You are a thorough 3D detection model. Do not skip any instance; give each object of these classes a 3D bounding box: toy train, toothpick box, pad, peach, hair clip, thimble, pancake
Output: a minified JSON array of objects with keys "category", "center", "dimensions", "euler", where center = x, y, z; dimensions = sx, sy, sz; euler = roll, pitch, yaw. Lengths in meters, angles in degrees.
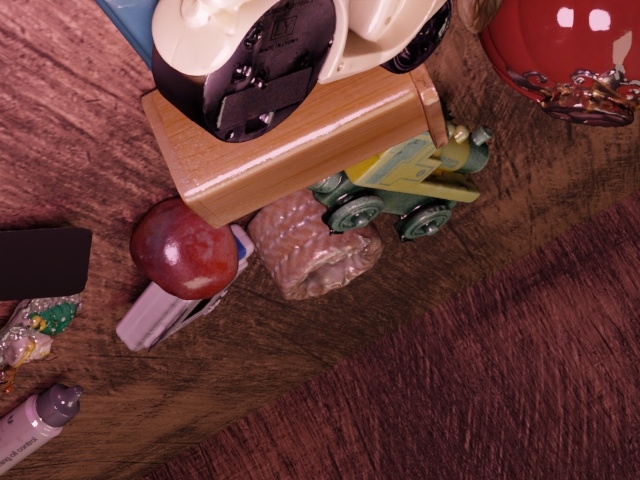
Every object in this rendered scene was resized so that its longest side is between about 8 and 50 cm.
[{"category":"toy train","center":[0.131,-0.118,1.819],"dimensions":[0.237,0.150,0.369],"euler":[-41,155,28]},{"category":"toothpick box","center":[-0.028,-0.153,1.411],"dimensions":[0.308,0.190,0.187],"euler":[-25,166,4]},{"category":"pad","center":[-0.317,0.005,1.632],"dimensions":[0.323,0.055,0.250],"euler":[-23,164,-22]},{"category":"toy train","center":[0.184,-0.190,1.933],"dimensions":[0.056,0.038,0.093],"euler":[-24,166,8]},{"category":"peach","center":[-0.202,0.014,1.725],"dimensions":[0.152,0.152,0.152],"euler":[-27,165,-8]},{"category":"hair clip","center":[-0.479,0.179,1.848],"dimensions":[0.321,0.091,0.138],"euler":[-35,167,26]},{"category":"thimble","center":[-0.006,0.002,2.013],"dimensions":[0.196,0.148,0.229],"euler":[-28,163,0]},{"category":"pancake","center":[0.199,-0.331,1.276],"dimensions":[0.222,0.042,0.236],"euler":[-45,160,-59]}]

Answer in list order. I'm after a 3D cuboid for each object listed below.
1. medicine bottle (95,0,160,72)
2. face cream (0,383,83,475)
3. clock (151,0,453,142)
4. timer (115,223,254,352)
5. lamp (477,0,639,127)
[{"category":"medicine bottle","center":[-0.156,-0.222,1.094],"dimensions":[0.079,0.124,0.258],"euler":[-24,154,7]},{"category":"face cream","center":[-0.552,0.353,2.300],"dimensions":[0.311,0.092,0.092],"euler":[-36,164,25]},{"category":"clock","center":[0.012,-0.237,1.108],"dimensions":[0.379,0.120,0.276],"euler":[-31,148,-41]},{"category":"timer","center":[-0.217,0.085,1.982],"dimensions":[0.178,0.078,0.253],"euler":[-33,171,-40]},{"category":"lamp","center":[0.345,-0.274,1.495],"dimensions":[0.303,0.257,0.303],"euler":[8,178,0]}]
